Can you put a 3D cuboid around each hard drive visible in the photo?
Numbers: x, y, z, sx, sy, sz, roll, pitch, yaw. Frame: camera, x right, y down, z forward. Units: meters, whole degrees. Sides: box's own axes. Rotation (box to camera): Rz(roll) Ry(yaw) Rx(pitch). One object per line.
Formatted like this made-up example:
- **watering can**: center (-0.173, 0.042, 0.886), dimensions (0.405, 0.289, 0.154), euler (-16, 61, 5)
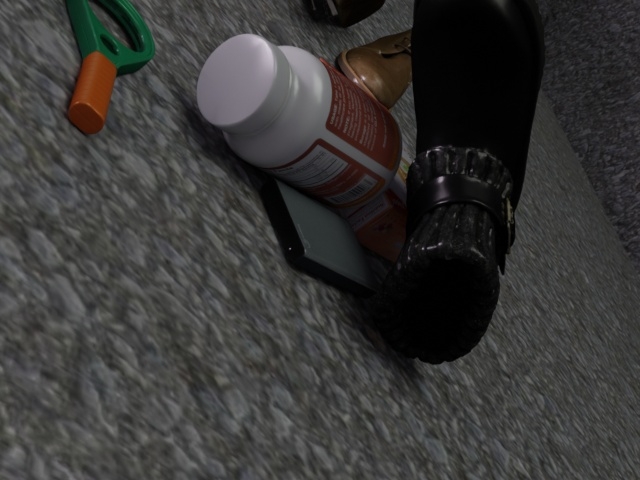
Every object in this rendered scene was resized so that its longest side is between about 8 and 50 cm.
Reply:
- **hard drive**: center (0.000, 0.000, 1.065), dimensions (0.135, 0.022, 0.094), euler (27, 33, -52)

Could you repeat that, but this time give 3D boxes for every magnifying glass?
- **magnifying glass**: center (-0.182, -0.155, 0.908), dimensions (0.092, 0.026, 0.231), euler (44, 20, -27)

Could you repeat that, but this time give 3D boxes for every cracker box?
- **cracker box**: center (0.058, -0.086, 1.273), dimensions (0.156, 0.067, 0.232), euler (27, 33, -52)

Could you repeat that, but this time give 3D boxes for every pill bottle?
- **pill bottle**: center (-0.019, -0.116, 1.064), dimensions (0.216, 0.121, 0.121), euler (27, 33, -53)

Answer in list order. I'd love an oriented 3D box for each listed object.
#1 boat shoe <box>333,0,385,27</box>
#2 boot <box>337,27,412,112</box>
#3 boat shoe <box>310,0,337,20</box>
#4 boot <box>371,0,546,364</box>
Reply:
- **boat shoe**: center (0.052, -0.409, 1.631), dimensions (0.098, 0.109, 0.302), euler (62, -3, 2)
- **boot**: center (0.107, -0.269, 1.623), dimensions (0.112, 0.115, 0.305), euler (53, 21, -9)
- **boat shoe**: center (-0.010, -0.381, 1.649), dimensions (0.046, 0.038, 0.125), euler (63, 5, -58)
- **boot**: center (0.132, -0.076, 1.057), dimensions (0.260, 0.131, 0.348), euler (-60, 148, -45)
